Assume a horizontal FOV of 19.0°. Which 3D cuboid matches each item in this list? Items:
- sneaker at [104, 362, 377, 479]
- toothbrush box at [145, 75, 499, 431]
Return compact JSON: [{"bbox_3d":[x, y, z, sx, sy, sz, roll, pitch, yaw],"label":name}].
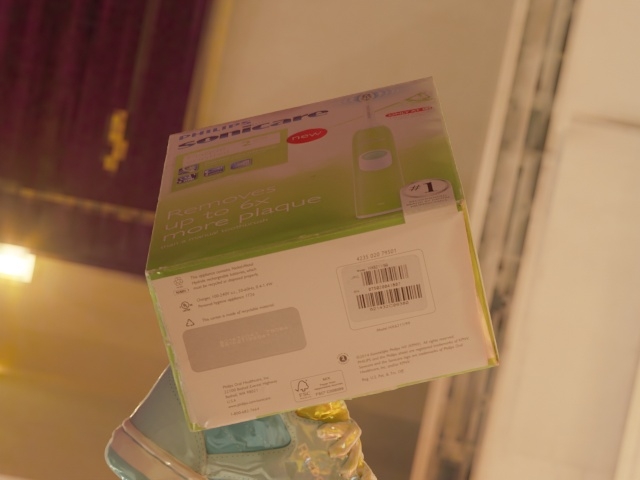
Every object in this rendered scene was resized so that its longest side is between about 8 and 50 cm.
[{"bbox_3d":[0.012,0.162,1.497,0.319,0.208,0.127,29,179,1],"label":"sneaker"},{"bbox_3d":[0.000,0.000,1.315,0.206,0.122,0.283,-12,-161,4],"label":"toothbrush box"}]
